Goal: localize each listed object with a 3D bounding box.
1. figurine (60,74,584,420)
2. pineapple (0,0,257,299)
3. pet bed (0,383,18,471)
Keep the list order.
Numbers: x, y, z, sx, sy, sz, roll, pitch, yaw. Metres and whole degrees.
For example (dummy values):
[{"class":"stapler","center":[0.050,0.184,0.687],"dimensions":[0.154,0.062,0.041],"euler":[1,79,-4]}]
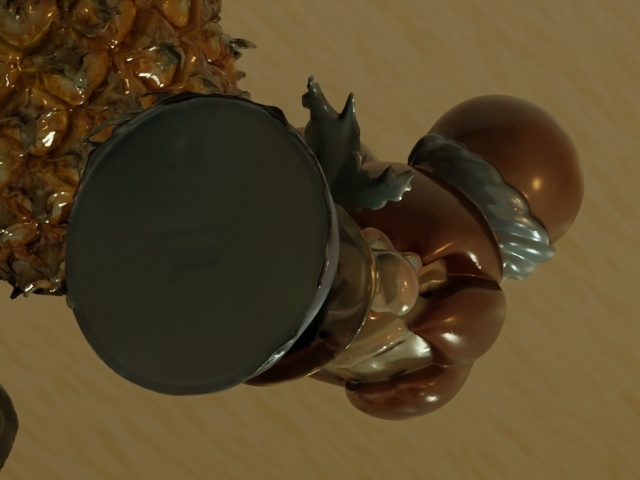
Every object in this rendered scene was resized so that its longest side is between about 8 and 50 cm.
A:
[{"class":"figurine","center":[-0.001,0.001,1.362],"dimensions":[0.276,0.388,0.248],"euler":[-5,-102,28]},{"class":"pineapple","center":[-0.236,-0.144,1.771],"dimensions":[0.352,0.300,0.352],"euler":[-17,-146,12]},{"class":"pet bed","center":[-0.340,0.114,1.455],"dimensions":[0.159,0.211,0.183],"euler":[5,-137,48]}]
